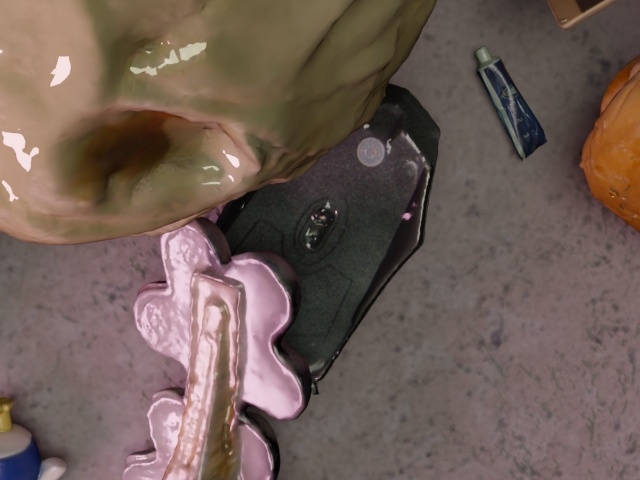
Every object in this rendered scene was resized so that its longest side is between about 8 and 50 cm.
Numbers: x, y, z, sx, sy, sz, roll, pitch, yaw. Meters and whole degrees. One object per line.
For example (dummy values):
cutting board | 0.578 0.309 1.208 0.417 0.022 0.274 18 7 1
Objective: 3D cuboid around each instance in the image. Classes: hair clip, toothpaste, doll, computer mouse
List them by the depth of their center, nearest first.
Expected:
hair clip | -0.072 0.113 0.628 0.146 0.075 0.257 18 105 35
computer mouse | -0.001 -0.002 0.653 0.126 0.071 0.231 32 105 8
doll | -0.223 0.178 0.668 0.099 0.057 0.143 -4 101 -7
toothpaste | 0.130 -0.097 0.675 0.027 0.019 0.083 -34 101 -16

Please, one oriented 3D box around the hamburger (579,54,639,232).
hamburger | 0.274 -0.058 0.592 0.214 0.214 0.108 27 66 -5

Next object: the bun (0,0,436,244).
bun | -0.092 -0.116 0.454 0.364 0.364 0.202 -23 66 0

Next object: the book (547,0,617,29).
book | 0.171 -0.308 0.556 0.217 0.021 0.310 -29 74 27
